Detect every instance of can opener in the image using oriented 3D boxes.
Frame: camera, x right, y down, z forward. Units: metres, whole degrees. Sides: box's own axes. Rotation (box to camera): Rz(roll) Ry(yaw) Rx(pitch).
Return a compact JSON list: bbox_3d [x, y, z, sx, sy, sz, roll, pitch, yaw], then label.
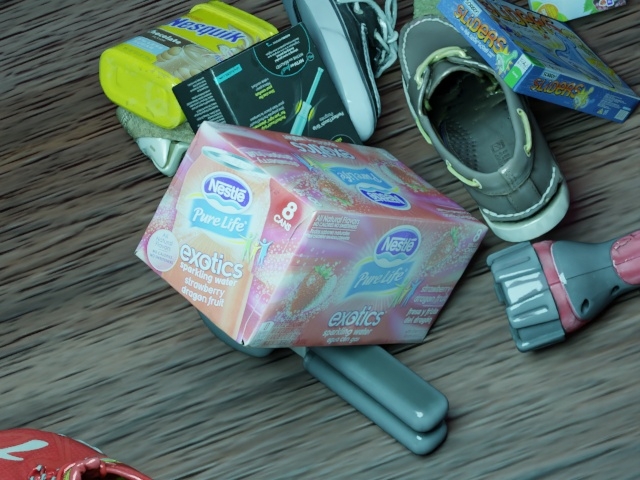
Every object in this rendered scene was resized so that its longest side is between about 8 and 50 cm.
[{"bbox_3d":[0.000,0.116,1.516,0.280,0.074,0.093,32,58,26],"label":"can opener"}]

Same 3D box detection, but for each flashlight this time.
[{"bbox_3d":[0.313,0.011,1.482,0.304,0.103,0.103,-20,39,5],"label":"flashlight"}]

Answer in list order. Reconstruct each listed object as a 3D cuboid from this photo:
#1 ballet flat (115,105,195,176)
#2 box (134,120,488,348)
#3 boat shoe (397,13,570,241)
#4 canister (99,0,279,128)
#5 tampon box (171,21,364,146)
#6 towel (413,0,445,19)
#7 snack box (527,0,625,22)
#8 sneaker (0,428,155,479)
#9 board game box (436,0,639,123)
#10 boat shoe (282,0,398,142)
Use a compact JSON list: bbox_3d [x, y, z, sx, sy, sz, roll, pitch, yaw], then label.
[{"bbox_3d":[-0.139,-0.098,1.688,0.206,0.073,0.067,13,75,24],"label":"ballet flat"},{"bbox_3d":[0.000,0.000,1.442,0.154,0.300,0.142,39,109,30],"label":"box"},{"bbox_3d":[0.146,-0.136,1.564,0.116,0.097,0.324,-30,44,9],"label":"boat shoe"},{"bbox_3d":[-0.138,-0.190,1.694,0.126,0.073,0.170,27,39,28],"label":"canister"},{"bbox_3d":[-0.050,-0.116,1.588,0.120,0.101,0.161,-30,99,-27],"label":"tampon box"},{"bbox_3d":[0.154,-0.216,1.711,0.110,0.027,0.148,-10,59,9],"label":"towel"},{"bbox_3d":[0.260,-0.308,1.676,0.100,0.141,0.037,-15,21,6],"label":"snack box"},{"bbox_3d":[-0.222,0.230,1.475,0.279,0.118,0.107,16,64,22],"label":"sneaker"},{"bbox_3d":[0.222,-0.187,1.584,0.035,0.201,0.136,-53,55,23],"label":"board game box"},{"bbox_3d":[0.031,-0.224,1.701,0.105,0.113,0.306,-9,43,-11],"label":"boat shoe"}]
